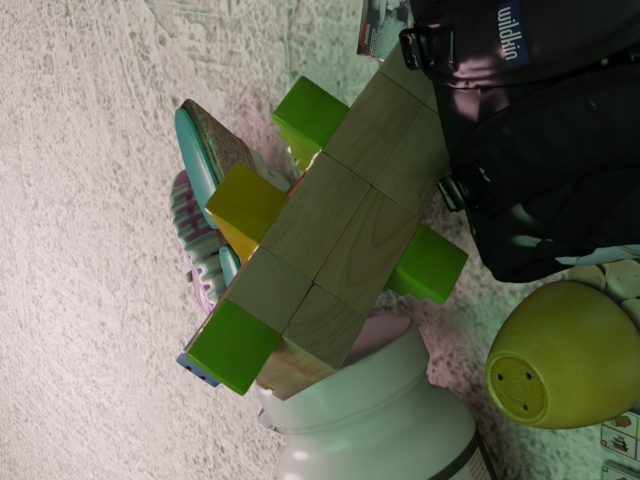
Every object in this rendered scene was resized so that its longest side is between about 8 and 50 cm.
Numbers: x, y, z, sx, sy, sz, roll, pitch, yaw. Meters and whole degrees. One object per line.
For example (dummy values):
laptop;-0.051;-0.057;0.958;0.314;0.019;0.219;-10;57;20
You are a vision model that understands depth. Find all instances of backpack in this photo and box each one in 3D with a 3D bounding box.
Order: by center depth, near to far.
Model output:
backpack;0.254;-0.134;0.470;0.355;0.273;0.290;-14;92;66

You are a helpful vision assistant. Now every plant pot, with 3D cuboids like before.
plant pot;0.203;0.114;0.672;0.134;0.095;0.134;28;127;44

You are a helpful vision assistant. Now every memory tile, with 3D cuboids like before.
memory tile;0.272;0.048;0.658;0.113;0.012;0.148;-9;99;44

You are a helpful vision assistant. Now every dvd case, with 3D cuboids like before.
dvd case;0.089;-0.211;0.736;0.119;0.013;0.087;24;120;34

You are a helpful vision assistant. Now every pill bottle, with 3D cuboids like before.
pill bottle;0.080;0.273;0.761;0.210;0.210;0.362;-16;98;45

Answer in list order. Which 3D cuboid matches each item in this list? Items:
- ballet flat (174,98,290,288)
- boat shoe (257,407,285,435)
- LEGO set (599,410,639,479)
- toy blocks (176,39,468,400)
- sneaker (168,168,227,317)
ballet flat;-0.081;-0.020;0.895;0.107;0.106;0.315;4;112;64
boat shoe;0.004;0.160;0.914;0.076;0.083;0.226;31;128;-2
LEGO set;0.356;0.249;0.640;0.244;0.060;0.182;15;115;52
toy blocks;0.000;0.000;0.703;0.191;0.381;0.261;35;154;-4
sneaker;-0.140;0.023;0.984;0.104;0.095;0.236;-33;77;63
